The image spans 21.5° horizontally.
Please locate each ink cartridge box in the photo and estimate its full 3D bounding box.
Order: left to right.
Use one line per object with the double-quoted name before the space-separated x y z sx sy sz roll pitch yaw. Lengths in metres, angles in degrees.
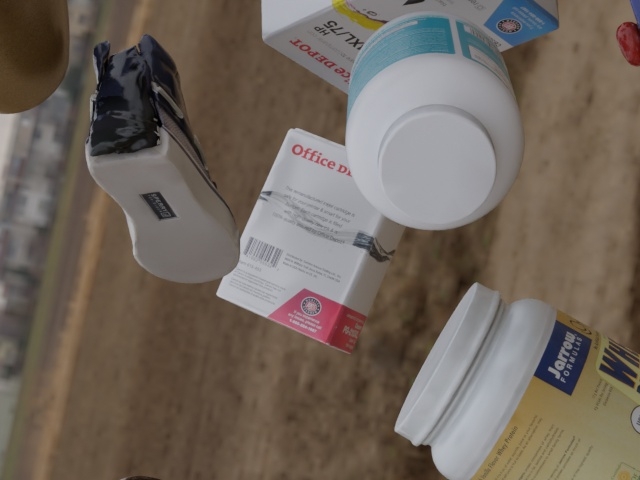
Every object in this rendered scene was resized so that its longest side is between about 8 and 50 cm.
"ink cartridge box" 0.000 0.000 2.148 0.237 0.172 0.100 -66 -22 -3
"ink cartridge box" 0.096 -0.310 1.876 0.270 0.198 0.197 -20 59 35

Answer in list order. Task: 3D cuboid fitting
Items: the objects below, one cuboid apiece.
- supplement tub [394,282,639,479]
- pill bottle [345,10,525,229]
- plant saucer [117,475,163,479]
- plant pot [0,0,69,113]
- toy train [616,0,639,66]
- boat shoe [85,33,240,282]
"supplement tub" 0.264 0.205 1.885 0.228 0.316 0.228 -61 0 -1
"pill bottle" 0.094 -0.098 1.413 0.264 0.146 0.146 -82 8 -71
"plant saucer" -0.158 0.298 1.808 0.029 0.168 0.168 -64 12 10
"plant pot" -0.346 -0.237 1.666 0.254 0.237 0.237 62 -146 -64
"toy train" 0.342 -0.169 1.538 0.105 0.143 0.248 -24 56 20
"boat shoe" -0.166 -0.086 1.848 0.340 0.127 0.158 72 -167 -62
